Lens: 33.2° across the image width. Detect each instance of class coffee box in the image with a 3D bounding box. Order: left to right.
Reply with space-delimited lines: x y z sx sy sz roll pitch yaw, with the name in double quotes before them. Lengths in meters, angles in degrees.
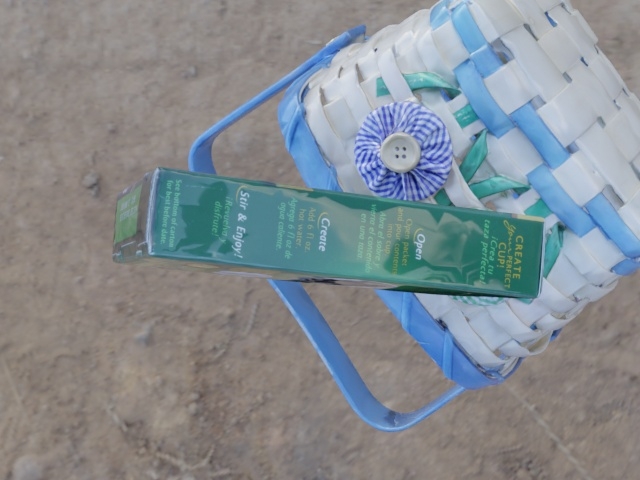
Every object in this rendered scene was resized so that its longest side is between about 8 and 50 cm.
"coffee box" 0.000 0.000 0.512 0.184 0.113 0.040 7 85 -18

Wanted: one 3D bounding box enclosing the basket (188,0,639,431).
"basket" 0.063 -0.027 0.699 0.255 0.201 0.289 52 131 -1
